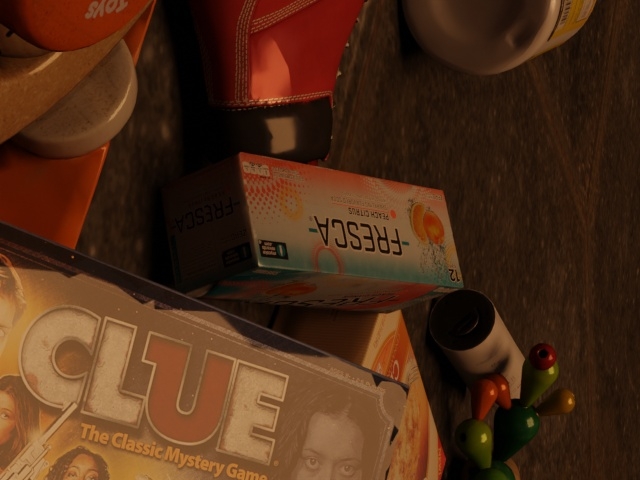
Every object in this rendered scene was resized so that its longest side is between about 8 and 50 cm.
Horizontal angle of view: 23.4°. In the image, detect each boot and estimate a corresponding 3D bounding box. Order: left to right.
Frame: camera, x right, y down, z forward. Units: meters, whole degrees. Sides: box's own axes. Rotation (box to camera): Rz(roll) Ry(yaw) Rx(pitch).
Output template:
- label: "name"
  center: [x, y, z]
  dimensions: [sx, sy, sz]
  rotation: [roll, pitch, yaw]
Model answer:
- label: "boot"
  center: [0.001, -0.132, 0.875]
  dimensions: [0.244, 0.088, 0.176]
  rotation: [-38, 128, -53]

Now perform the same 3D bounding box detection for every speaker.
- label: "speaker"
  center: [0.132, 0.090, 1.261]
  dimensions: [0.136, 0.055, 0.055]
  rotation: [52, 45, -58]

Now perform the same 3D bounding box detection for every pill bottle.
- label: "pill bottle"
  center: [0.148, -0.197, 1.189]
  dimensions: [0.208, 0.119, 0.119]
  rotation: [-31, 120, -65]

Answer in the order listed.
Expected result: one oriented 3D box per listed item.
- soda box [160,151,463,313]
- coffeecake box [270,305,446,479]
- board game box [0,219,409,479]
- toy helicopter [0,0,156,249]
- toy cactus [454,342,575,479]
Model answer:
- label: "soda box"
  center: [0.000, 0.000, 0.830]
  dimensions: [0.183, 0.058, 0.063]
  rotation: [8, 67, -50]
- label: "coffeecake box"
  center: [0.016, 0.133, 0.953]
  dimensions: [0.185, 0.068, 0.142]
  rotation: [71, 29, -43]
- label: "board game box"
  center: [-0.093, 0.088, 0.510]
  dimensions: [0.243, 0.042, 0.165]
  rotation: [23, 74, -30]
- label: "toy helicopter"
  center: [-0.062, -0.129, 0.611]
  dimensions: [0.355, 0.140, 0.235]
  rotation: [-39, 156, -42]
- label: "toy cactus"
  center: [0.149, 0.193, 1.246]
  dimensions: [0.180, 0.112, 0.219]
  rotation: [62, 40, -82]
